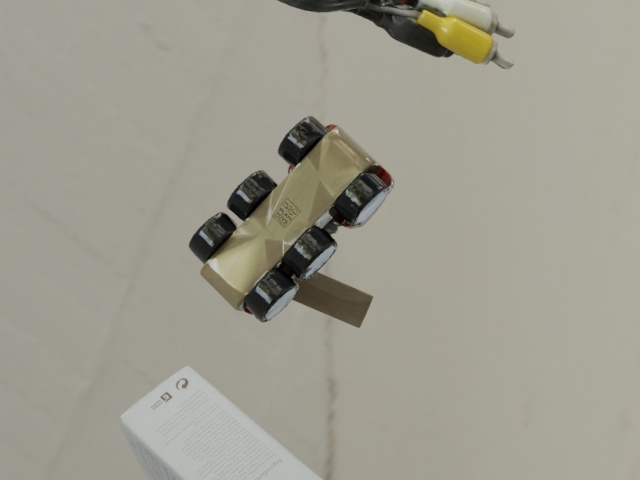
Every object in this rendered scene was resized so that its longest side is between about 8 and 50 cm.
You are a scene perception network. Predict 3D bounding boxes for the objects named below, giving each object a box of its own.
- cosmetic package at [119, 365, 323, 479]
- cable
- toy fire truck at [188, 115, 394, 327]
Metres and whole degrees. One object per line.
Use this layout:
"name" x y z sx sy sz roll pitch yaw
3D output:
"cosmetic package" -0.059 0.217 1.448 0.085 0.231 0.117 -38 -43 -17
"cable" 0.067 -0.253 1.753 0.287 0.139 0.072 19 -55 -32
"toy fire truck" 0.000 0.000 1.922 0.217 0.158 0.246 -47 -13 4
